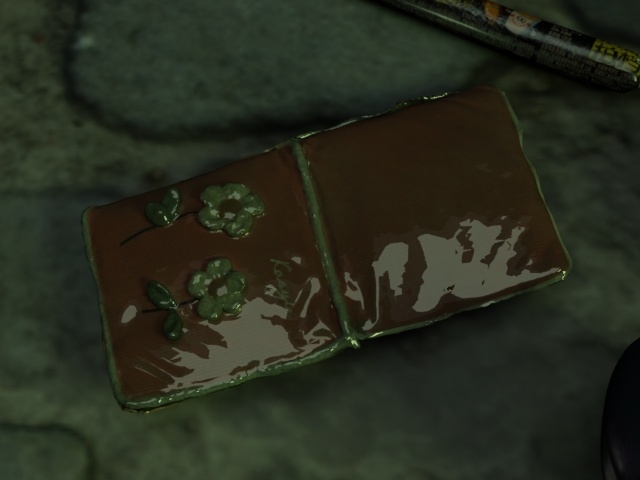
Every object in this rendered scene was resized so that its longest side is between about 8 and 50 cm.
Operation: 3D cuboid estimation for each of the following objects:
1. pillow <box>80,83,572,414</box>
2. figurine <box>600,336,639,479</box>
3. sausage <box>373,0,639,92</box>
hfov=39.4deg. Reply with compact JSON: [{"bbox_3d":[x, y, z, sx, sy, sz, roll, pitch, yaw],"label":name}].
[{"bbox_3d":[0.000,0.000,0.446,0.232,0.043,0.126,-18,64,-2],"label":"pillow"},{"bbox_3d":[0.186,0.126,0.319,0.145,0.145,0.222,-35,68,-9],"label":"figurine"},{"bbox_3d":[0.094,-0.123,0.499,0.198,0.025,0.028,27,74,17],"label":"sausage"}]
